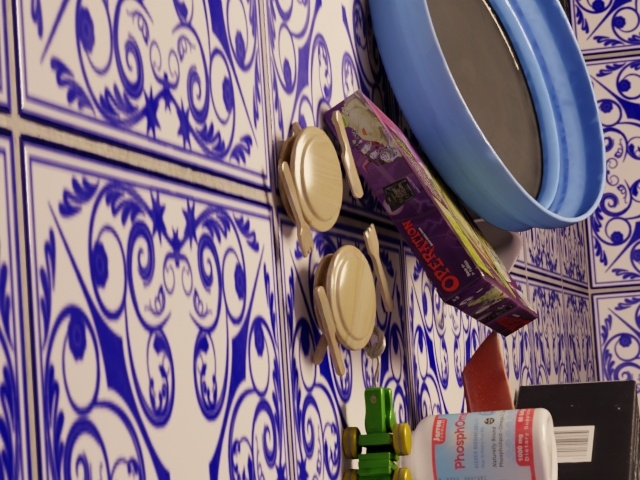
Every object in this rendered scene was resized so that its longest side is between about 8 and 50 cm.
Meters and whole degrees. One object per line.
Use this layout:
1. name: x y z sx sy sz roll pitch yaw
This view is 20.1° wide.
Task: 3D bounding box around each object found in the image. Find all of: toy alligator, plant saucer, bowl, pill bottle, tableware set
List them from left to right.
1. tableware set: 0.000 0.000 1.482 0.128 0.039 0.194 -47 126 -56
2. toy alligator: 0.052 0.172 1.588 0.051 0.056 0.190 51 37 -67
3. pill bottle: 0.142 0.207 1.721 0.087 0.160 0.087 -5 90 -77
4. bowl: 0.179 -0.190 1.932 0.391 0.077 0.391 38 40 -41
5. plant saucer: 0.194 0.268 1.885 0.259 0.047 0.258 75 5 -53

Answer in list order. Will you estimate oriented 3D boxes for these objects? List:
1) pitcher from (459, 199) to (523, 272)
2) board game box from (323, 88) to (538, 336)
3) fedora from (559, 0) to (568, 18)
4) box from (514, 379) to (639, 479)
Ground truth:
1. pitcher: 0.183 -0.034 2.075 0.178 0.125 0.207 99 -3 -46
2. board game box: 0.113 -0.016 1.734 0.208 0.056 0.347 62 9 15
3. fedora: 0.216 -0.363 2.239 0.334 0.152 0.334 -5 90 -76
4. box: 0.368 0.414 2.535 0.343 0.179 0.313 -67 150 -62
